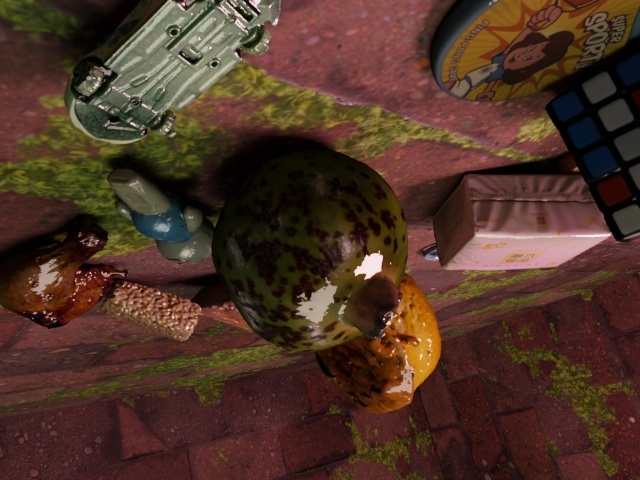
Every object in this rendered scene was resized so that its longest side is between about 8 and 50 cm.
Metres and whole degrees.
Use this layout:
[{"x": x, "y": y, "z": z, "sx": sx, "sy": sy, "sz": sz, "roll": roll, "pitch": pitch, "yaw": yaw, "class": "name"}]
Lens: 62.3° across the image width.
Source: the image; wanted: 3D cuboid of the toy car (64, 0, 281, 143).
[{"x": -0.118, "y": -0.145, "z": 0.399, "sx": 0.186, "sy": 0.058, "sz": 0.093, "roll": -34, "pitch": 155, "yaw": 18, "class": "toy car"}]

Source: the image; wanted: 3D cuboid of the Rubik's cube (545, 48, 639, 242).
[{"x": 0.393, "y": -0.118, "z": 0.601, "sx": 0.182, "sy": 0.184, "sz": 0.187, "roll": -28, "pitch": 172, "yaw": 32, "class": "Rubik's cube"}]

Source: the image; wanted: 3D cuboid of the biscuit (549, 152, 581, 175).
[{"x": 0.516, "y": -0.107, "z": 0.986, "sx": 0.202, "sy": 0.047, "sz": 0.334, "roll": -24, "pitch": 158, "yaw": 25, "class": "biscuit"}]

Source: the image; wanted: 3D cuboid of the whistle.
[{"x": -0.192, "y": -0.023, "z": 0.665, "sx": 0.114, "sy": 0.077, "sz": 0.235, "roll": 7, "pitch": 162, "yaw": 12, "class": "whistle"}]

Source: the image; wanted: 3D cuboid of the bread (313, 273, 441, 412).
[{"x": 0.104, "y": 0.197, "z": 1.172, "sx": 0.204, "sy": 0.337, "sz": 0.358, "roll": -32, "pitch": 172, "yaw": -28, "class": "bread"}]

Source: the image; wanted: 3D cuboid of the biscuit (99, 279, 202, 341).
[{"x": -0.300, "y": 0.123, "z": 0.940, "sx": 0.168, "sy": 0.070, "sz": 0.082, "roll": 25, "pitch": 139, "yaw": -21, "class": "biscuit"}]

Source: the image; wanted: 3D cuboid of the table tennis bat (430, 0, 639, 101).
[{"x": 0.267, "y": -0.220, "z": 0.502, "sx": 0.329, "sy": 0.044, "sz": 0.215, "roll": -17, "pitch": 160, "yaw": 13, "class": "table tennis bat"}]

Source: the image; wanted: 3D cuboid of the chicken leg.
[{"x": -0.379, "y": 0.061, "z": 0.776, "sx": 0.177, "sy": 0.083, "sz": 0.322, "roll": -18, "pitch": 164, "yaw": -18, "class": "chicken leg"}]

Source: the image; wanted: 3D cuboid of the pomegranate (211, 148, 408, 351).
[{"x": -0.002, "y": 0.022, "z": 0.651, "sx": 0.254, "sy": 0.270, "sz": 0.254, "roll": -30, "pitch": 145, "yaw": -24, "class": "pomegranate"}]

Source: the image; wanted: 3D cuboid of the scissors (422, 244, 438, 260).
[{"x": 0.331, "y": 0.038, "z": 1.281, "sx": 0.125, "sy": 0.030, "sz": 0.256, "roll": -20, "pitch": 158, "yaw": 19, "class": "scissors"}]

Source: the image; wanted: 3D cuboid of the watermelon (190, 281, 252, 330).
[{"x": -0.136, "y": 0.123, "z": 1.066, "sx": 0.257, "sy": 0.139, "sz": 0.193, "roll": 14, "pitch": 152, "yaw": -36, "class": "watermelon"}]

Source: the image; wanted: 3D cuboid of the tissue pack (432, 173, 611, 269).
[{"x": 0.333, "y": -0.025, "z": 0.914, "sx": 0.225, "sy": 0.124, "sz": 0.185, "roll": -1, "pitch": 158, "yaw": -6, "class": "tissue pack"}]
